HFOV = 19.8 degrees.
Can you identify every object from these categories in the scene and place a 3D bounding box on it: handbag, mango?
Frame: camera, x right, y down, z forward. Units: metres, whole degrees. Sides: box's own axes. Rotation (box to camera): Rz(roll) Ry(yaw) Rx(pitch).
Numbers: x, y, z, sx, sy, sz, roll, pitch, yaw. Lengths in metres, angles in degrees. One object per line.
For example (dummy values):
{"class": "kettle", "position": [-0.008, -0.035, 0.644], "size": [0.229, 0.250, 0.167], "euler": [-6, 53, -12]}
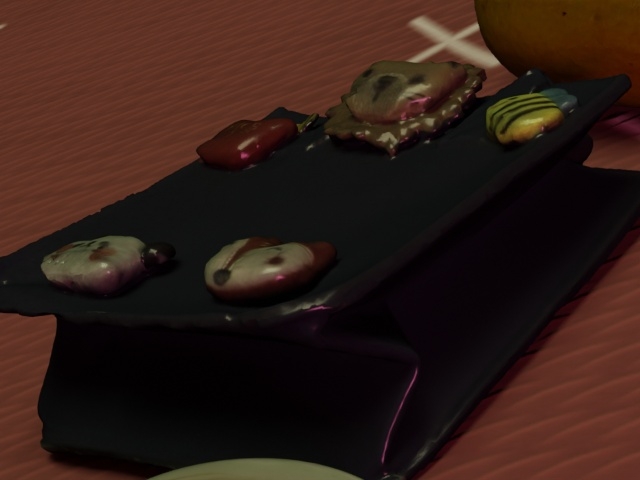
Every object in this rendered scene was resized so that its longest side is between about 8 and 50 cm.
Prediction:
{"class": "handbag", "position": [0.000, 0.000, 1.079], "size": [0.303, 0.122, 0.329], "euler": [1, 32, 45]}
{"class": "mango", "position": [0.232, -0.164, 1.187], "size": [0.195, 0.142, 0.332], "euler": [-40, 31, -24]}

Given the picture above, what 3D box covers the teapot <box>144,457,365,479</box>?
{"class": "teapot", "position": [-0.082, 0.195, 0.695], "size": [0.318, 0.149, 0.220], "euler": [-6, 37, 31]}
